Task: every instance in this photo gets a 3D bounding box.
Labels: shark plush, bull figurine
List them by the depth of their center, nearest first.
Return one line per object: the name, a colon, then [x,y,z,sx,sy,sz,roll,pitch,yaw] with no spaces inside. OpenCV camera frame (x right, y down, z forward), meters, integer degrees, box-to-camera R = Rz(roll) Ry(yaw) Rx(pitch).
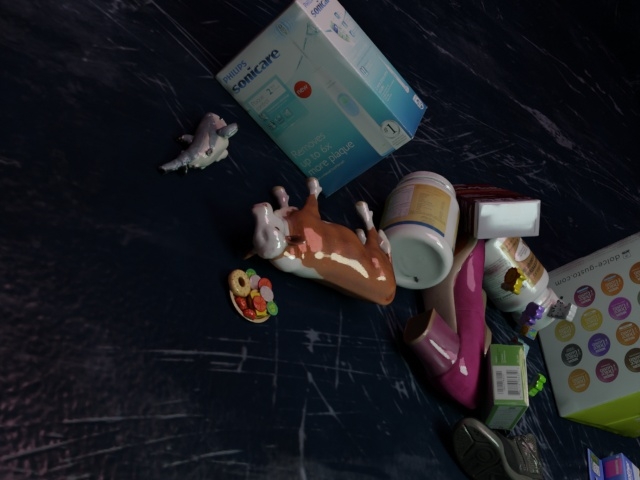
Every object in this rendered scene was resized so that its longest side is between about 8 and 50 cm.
shark plush: [-0.194,-0.139,1.173,0.067,0.073,0.161,37,58,5]
bull figurine: [0.000,0.000,1.228,0.310,0.101,0.188,30,42,-32]

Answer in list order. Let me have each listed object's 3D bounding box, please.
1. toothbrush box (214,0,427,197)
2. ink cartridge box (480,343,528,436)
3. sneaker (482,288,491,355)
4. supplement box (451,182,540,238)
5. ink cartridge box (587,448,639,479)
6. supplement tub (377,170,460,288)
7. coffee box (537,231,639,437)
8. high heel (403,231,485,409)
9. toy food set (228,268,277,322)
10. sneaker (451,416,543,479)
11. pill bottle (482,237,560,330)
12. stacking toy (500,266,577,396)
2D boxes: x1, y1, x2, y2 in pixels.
toothbrush box: [0.003,-0.258,1.326,0.295,0.216,0.126,48,37,-14]
ink cartridge box: [0.324,0.276,1.385,0.209,0.062,0.109,84,9,-61]
sneaker: [0.284,0.158,1.491,0.071,0.066,0.188,24,39,-14]
supplement box: [0.322,-0.063,1.523,0.130,0.239,0.073,-3,102,-13]
ink cartridge box: [0.684,0.590,1.629,0.311,0.065,0.186,40,39,-20]
supplement tub: [0.182,-0.023,1.420,0.144,0.144,0.200,43,38,-19]
coffee box: [0.726,0.222,1.713,0.338,0.337,0.334,23,49,-39]
high heel: [0.267,0.135,1.439,0.181,0.127,0.377,51,44,-16]
toy food set: [-0.099,0.080,1.120,0.082,0.020,0.083,0,64,-50]
sneaker: [0.311,0.368,1.338,0.227,0.087,0.130,43,30,-14]
pill bottle: [0.405,0.077,1.621,0.229,0.131,0.131,51,36,-10]
stacking toy: [0.403,0.185,1.524,0.167,0.052,0.221,28,83,-24]
